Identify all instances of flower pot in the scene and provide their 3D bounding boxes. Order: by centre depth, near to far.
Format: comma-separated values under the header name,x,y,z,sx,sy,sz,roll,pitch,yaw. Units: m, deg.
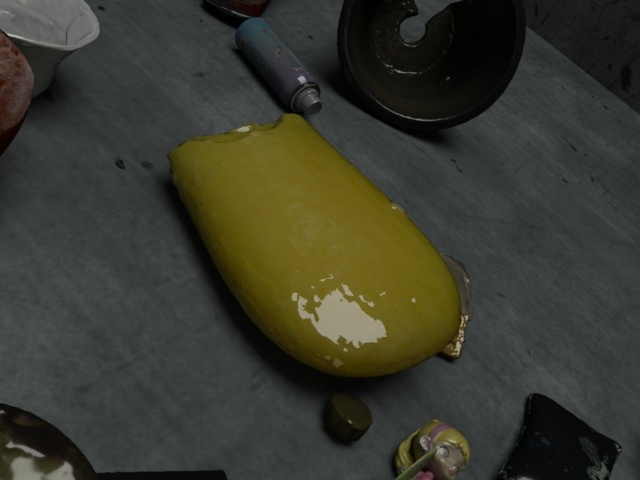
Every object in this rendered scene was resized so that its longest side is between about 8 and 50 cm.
name,x,y,z,sx,sy,sz,roll,pitch,yaw
flower pot,0.208,-0.432,1.427,0.379,0.380,0.251,24,17,-13

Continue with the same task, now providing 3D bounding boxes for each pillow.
name,x,y,z,sx,sy,sz,roll,pitch,yaw
pillow,0.315,0.290,0.873,0.141,0.055,0.208,33,34,14
pillow,0.134,0.040,1.026,0.232,0.038,0.131,24,40,-12

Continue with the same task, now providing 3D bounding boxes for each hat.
name,x,y,z,sx,sy,sz,roll,pitch,yaw
hat,-0.408,-0.267,0.890,0.203,0.126,0.203,21,38,-17

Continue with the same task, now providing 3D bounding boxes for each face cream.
name,x,y,z,sx,sy,sz,roll,pitch,yaw
face cream,-0.073,-0.317,1.246,0.075,0.075,0.229,-11,56,-44

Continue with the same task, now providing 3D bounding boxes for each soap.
name,x,y,z,sx,sy,sz,roll,pitch,yaw
soap,-0.001,0.002,0.895,0.305,0.115,0.427,-11,51,-38

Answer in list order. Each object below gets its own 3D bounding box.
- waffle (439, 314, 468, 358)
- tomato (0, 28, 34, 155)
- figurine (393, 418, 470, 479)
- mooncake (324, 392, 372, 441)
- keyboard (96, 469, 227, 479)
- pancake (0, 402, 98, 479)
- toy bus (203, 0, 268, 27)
name,x,y,z,sx,sy,sz,roll,pitch,yaw
waffle,0.148,0.105,0.955,0.135,0.021,0.092,25,59,-11
tomato,-0.476,-0.148,0.687,0.338,0.144,0.339,21,43,-20
figurine,0.103,0.265,0.738,0.083,0.083,0.187,38,49,6
mooncake,0.009,0.284,0.642,0.150,0.057,0.347,28,38,13
keyboard,-0.168,0.236,0.597,0.196,0.015,0.074,11,42,-29
pancake,-0.267,0.248,0.467,0.294,0.049,0.295,19,46,-20
toy bus,-0.149,-0.575,1.429,0.127,0.147,0.303,23,36,-6
